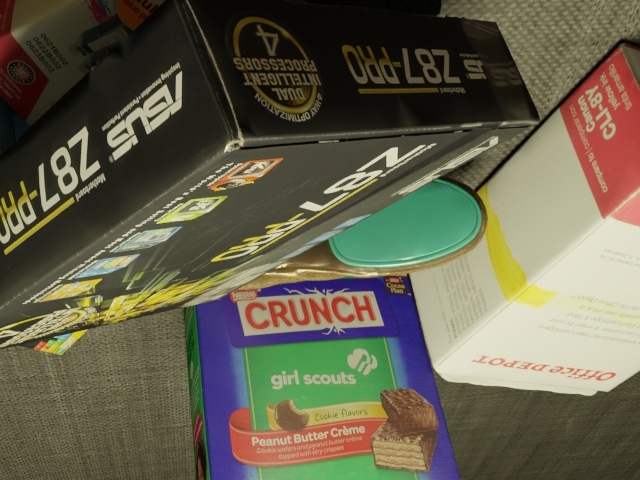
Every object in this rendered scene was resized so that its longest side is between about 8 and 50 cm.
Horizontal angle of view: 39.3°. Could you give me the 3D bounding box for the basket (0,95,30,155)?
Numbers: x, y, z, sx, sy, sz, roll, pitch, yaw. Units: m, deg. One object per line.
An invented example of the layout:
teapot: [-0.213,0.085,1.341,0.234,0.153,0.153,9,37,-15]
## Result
basket: [-0.334,-0.091,0.670,0.255,0.201,0.289,-20,171,8]

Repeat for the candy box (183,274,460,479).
candy box: [-0.009,0.176,1.005,0.268,0.317,0.122,1,142,-18]

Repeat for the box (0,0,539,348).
box: [-0.087,-0.032,0.654,0.395,0.097,0.318,-29,171,38]

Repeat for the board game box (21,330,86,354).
board game box: [-0.312,0.057,0.993,0.141,0.048,0.170,18,136,-36]

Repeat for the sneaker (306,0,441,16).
sneaker: [-0.011,-0.243,0.604,0.130,0.109,0.286,-12,142,20]

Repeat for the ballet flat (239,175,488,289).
ballet flat: [0.000,0.000,0.953,0.343,0.116,0.124,-11,167,2]

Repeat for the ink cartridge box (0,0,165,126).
ink cartridge box: [-0.137,-0.160,0.652,0.176,0.127,0.128,-21,135,14]

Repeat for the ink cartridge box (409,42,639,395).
ink cartridge box: [0.316,0.005,0.982,0.279,0.160,0.384,11,139,-28]
